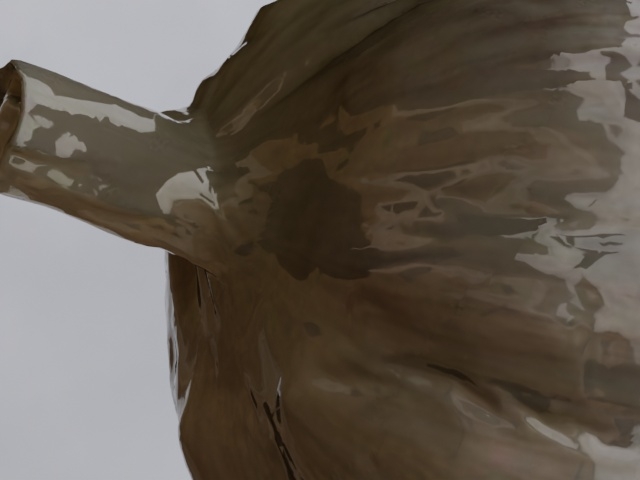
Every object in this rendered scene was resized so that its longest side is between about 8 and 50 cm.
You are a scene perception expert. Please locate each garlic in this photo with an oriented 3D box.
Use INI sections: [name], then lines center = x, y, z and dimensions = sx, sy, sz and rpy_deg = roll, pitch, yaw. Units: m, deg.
[garlic]
center = 0.000, 0.000, 0.552
dimensions = 0.218, 0.212, 0.218
rpy_deg = -49, -147, 46
